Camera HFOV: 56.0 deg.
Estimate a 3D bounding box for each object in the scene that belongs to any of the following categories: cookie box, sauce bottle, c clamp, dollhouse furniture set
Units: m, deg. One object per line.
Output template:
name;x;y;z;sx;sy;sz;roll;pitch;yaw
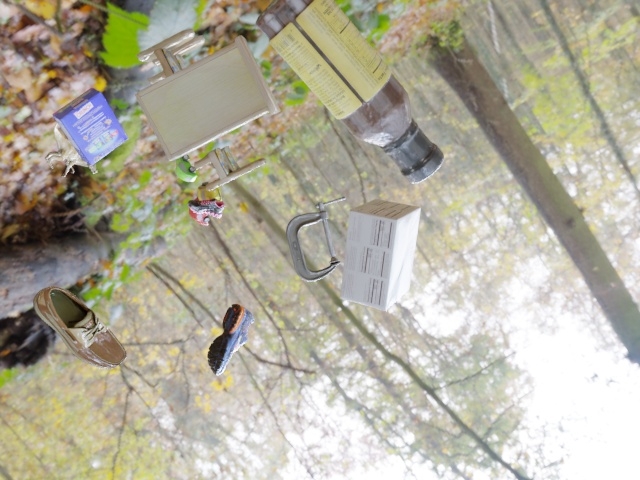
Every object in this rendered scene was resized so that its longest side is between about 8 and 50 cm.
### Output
cookie box;-0.422;-0.210;1.108;0.040;0.107;0.092;26;-120;37
sauce bottle;0.054;-0.227;0.898;0.111;0.344;0.111;-37;-160;16
c clamp;0.000;0.000;1.225;0.137;0.160;0.022;-11;-171;-19
dollhouse furniture set;-0.238;-0.330;1.431;0.257;0.362;0.394;-25;-169;5

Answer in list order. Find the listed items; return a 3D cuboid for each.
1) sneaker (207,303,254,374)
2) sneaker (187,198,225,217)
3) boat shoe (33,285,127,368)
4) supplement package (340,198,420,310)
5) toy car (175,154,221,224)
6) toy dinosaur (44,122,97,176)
sneaker;-0.259;0.300;1.781;0.083;0.087;0.221;28;-87;48
sneaker;-0.334;-0.106;1.773;0.119;0.047;0.057;11;130;-41
boat shoe;-0.719;0.262;1.807;0.120;0.324;0.122;-28;-157;49
supplement package;0.172;0.033;1.717;0.145;0.261;0.204;14;-161;24
toy car;-0.404;-0.172;1.892;0.053;0.225;0.239;-26;173;-30
toy dinosaur;-0.609;-0.212;1.429;0.093;0.053;0.183;-42;149;-10
